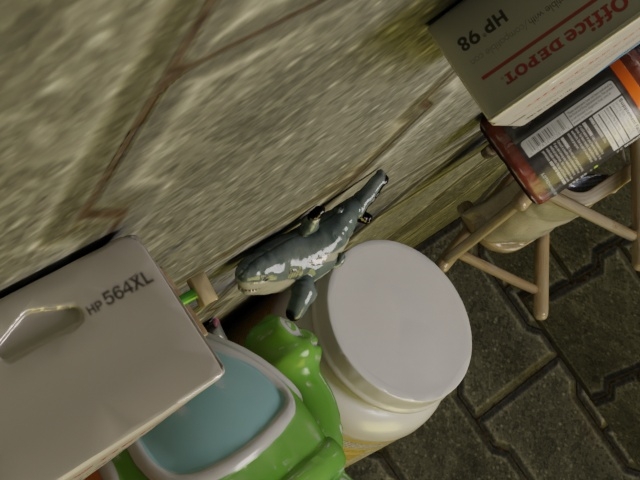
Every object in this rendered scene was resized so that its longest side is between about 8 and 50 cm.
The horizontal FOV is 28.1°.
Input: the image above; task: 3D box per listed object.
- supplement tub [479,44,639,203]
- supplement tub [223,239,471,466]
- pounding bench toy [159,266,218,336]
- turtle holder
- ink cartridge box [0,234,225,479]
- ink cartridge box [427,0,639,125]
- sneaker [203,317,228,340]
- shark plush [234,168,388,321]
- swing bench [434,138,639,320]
[{"bbox_3d":[0.259,-0.129,1.228,0.198,0.106,0.106,-35,176,8],"label":"supplement tub"},{"bbox_3d":[0.008,0.159,1.587,0.241,0.241,0.331,-31,175,-42],"label":"supplement tub"},{"bbox_3d":[-0.107,0.051,0.769,0.083,0.052,0.065,-38,174,39],"label":"pounding bench toy"},{"bbox_3d":[-0.097,0.177,1.066,0.320,0.227,0.243,-35,176,-18],"label":"turtle holder"},{"bbox_3d":[-0.160,0.096,0.634,0.148,0.086,0.203,-31,175,-37],"label":"ink cartridge box"},{"bbox_3d":[0.119,-0.111,0.649,0.104,0.060,0.180,-35,176,13],"label":"ink cartridge box"},{"bbox_3d":[-0.137,0.123,1.447,0.057,0.047,0.119,-21,170,-21],"label":"sneaker"},{"bbox_3d":[0.000,0.000,1.050,0.161,0.073,0.067,-29,145,-13],"label":"shark plush"},{"bbox_3d":[0.284,-0.074,1.493,0.255,0.165,0.253,-67,-172,-23],"label":"swing bench"}]
